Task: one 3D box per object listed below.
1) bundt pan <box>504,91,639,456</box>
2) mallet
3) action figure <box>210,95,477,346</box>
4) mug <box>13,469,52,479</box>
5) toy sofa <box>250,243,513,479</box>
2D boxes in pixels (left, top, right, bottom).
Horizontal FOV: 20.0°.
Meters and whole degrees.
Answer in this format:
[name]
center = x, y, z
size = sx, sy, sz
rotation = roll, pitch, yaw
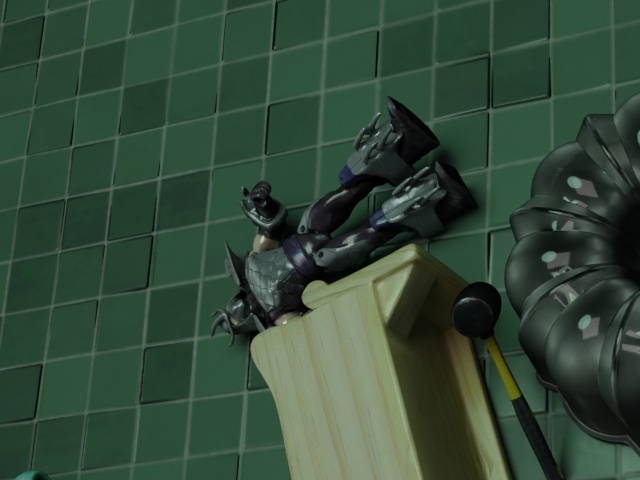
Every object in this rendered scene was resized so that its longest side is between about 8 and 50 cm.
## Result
[bundt pan]
center = 0.293, 0.009, 1.492
size = 0.331, 0.124, 0.331
rotation = -15, 60, 26
[mallet]
center = 0.162, 0.121, 1.518
size = 0.039, 0.189, 0.062
rotation = -23, 14, 16
[action figure]
center = 0.000, 0.000, 1.696
size = 0.285, 0.099, 0.185
rotation = -40, 61, 14
[mug]
center = -0.250, 0.308, 1.696
size = 0.129, 0.097, 0.157
rotation = 14, 74, 36
[toy sofa]
center = 0.079, 0.203, 1.511
size = 0.177, 0.150, 0.362
rotation = -29, 55, 22
